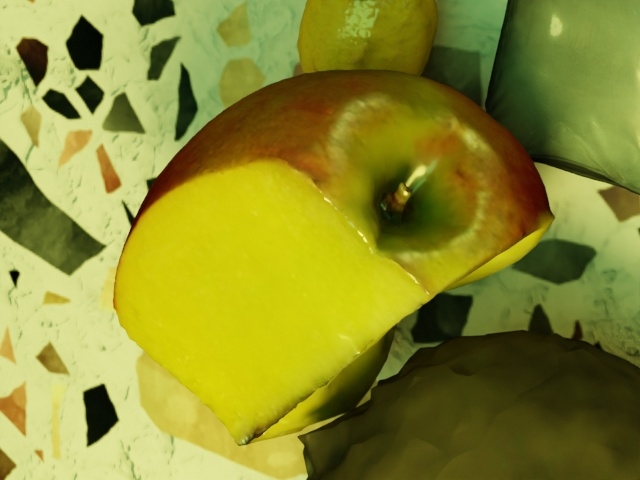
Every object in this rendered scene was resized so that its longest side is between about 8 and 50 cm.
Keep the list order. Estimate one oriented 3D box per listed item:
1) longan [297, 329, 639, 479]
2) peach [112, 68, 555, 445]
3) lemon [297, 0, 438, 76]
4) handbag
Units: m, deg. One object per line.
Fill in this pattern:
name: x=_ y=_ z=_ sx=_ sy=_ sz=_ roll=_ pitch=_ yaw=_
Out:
longan: x=0.141 y=0.258 z=1.523 sx=0.391 sy=0.391 sz=0.391 roll=7 pitch=106 yaw=25
peach: x=0.000 y=0.000 z=1.555 sx=0.242 sy=0.306 sz=0.380 roll=48 pitch=138 yaw=7
lemon: x=0.038 y=-0.170 z=1.612 sx=0.114 sy=0.114 sz=0.155 roll=29 pitch=123 yaw=17
handbag: x=0.239 y=-0.201 z=1.530 sx=0.191 sy=0.075 sz=0.332 roll=19 pitch=114 yaw=25
